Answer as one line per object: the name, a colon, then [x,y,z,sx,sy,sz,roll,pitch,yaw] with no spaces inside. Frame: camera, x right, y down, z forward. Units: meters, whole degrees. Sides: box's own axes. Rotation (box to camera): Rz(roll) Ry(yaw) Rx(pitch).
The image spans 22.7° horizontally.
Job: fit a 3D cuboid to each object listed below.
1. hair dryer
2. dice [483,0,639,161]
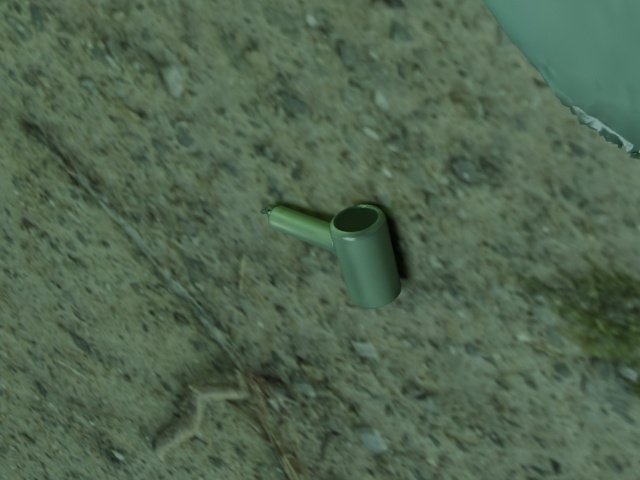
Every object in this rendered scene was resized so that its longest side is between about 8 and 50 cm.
hair dryer: [0.000,0.000,1.074,0.124,0.038,0.063,20,136,43]
dice: [0.199,-0.178,0.489,0.264,0.262,0.268,14,134,39]
